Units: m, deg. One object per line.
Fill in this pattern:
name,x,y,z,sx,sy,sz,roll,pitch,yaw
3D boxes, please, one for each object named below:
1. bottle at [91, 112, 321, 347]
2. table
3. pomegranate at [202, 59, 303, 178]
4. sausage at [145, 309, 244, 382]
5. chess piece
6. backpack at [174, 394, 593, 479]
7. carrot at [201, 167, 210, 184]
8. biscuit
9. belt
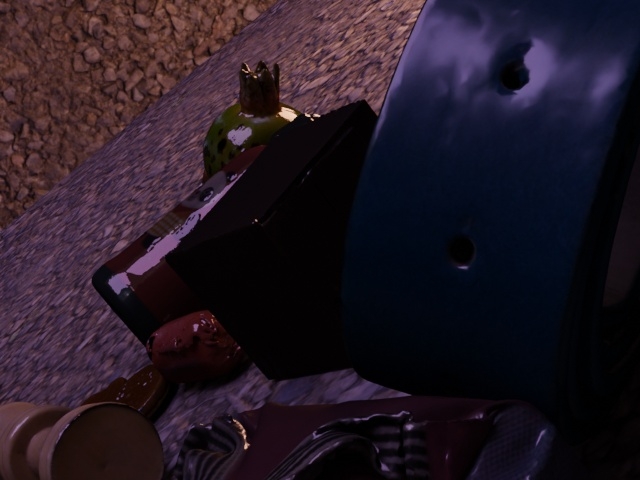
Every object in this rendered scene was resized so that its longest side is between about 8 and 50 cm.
bottle,-0.096,-0.011,1.674,0.336,0.144,0.144,-41,16,-11
table,0.000,0.000,1.374,0.172,0.169,0.193,-17,26,53
pomegranate,-0.075,-0.128,1.851,0.159,0.205,0.159,-3,29,1
sausage,-0.132,0.114,1.536,0.141,0.076,0.076,-24,23,53
chess piece,-0.291,0.221,1.527,0.117,0.117,0.397,-47,18,-22
backpack,-0.023,0.227,0.768,0.283,0.197,0.317,-11,36,50
carrot,-0.125,-0.123,2.181,0.205,0.072,0.072,-30,18,51
biscuit,-0.227,0.192,1.623,0.175,0.026,0.124,-18,28,50
belt,0.171,-0.077,0.931,0.173,0.300,0.436,14,53,20
